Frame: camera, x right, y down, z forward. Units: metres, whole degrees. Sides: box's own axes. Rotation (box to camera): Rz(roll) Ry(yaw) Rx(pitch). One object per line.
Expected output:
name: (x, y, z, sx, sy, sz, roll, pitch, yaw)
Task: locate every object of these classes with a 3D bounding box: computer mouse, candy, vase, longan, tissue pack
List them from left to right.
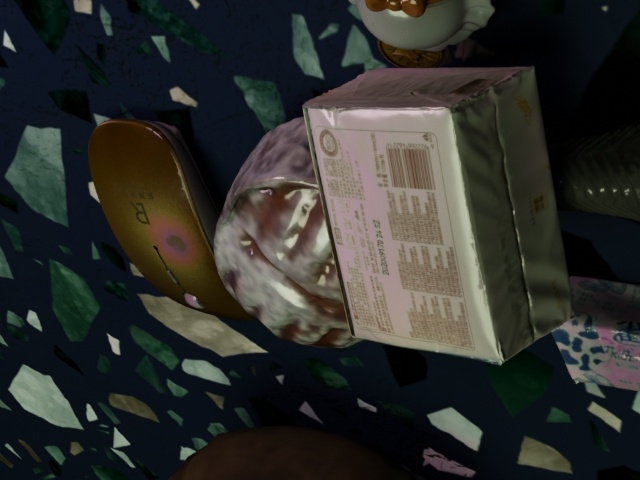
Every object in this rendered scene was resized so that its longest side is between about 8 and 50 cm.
computer mouse: (-0.176, -0.012, 1.515, 0.158, 0.072, 0.310, 9, 136, 36)
longan: (-0.024, 0.446, 1.614, 0.436, 0.404, 0.404, 16, 139, 31)
candy: (0.000, 0.000, 1.305, 0.214, 0.157, 0.289, 26, 145, 1)
tissue pack: (0.100, -0.027, 1.086, 0.185, 0.124, 0.225, 8, 118, 48)
vase: (0.219, -0.057, 1.109, 0.237, 0.115, 0.115, 0, 130, 44)
candy: (0.309, 0.097, 1.222, 0.160, 0.073, 0.092, 8, 137, 34)

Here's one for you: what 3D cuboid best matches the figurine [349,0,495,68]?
figurine: (0.073, -0.219, 1.016, 0.143, 0.143, 0.271, 23, 142, 18)
